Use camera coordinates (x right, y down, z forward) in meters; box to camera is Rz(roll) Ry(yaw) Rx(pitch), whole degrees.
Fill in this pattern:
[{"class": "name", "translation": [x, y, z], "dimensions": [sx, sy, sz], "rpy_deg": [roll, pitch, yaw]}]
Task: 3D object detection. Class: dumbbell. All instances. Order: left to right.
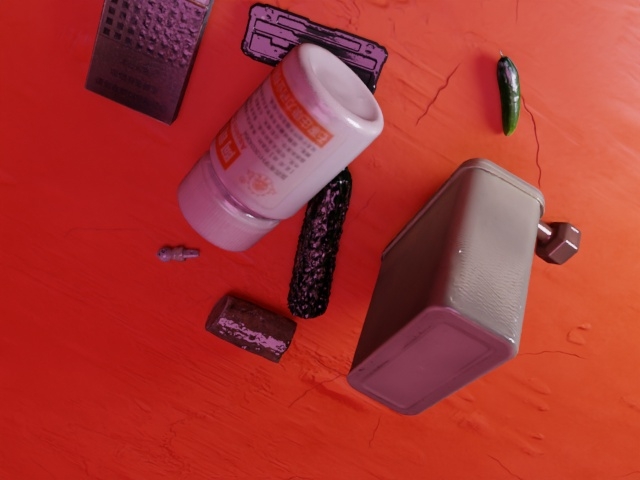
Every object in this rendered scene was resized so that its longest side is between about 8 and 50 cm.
[{"class": "dumbbell", "translation": [0.402, -0.041, 1.196], "dimensions": [0.231, 0.092, 0.082], "rpy_deg": [33, 146, -12]}]

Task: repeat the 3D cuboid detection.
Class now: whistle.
[{"class": "whistle", "translation": [-0.319, 0.030, 1.355], "dimensions": [0.100, 0.035, 0.035], "rpy_deg": [-1, 119, 6]}]

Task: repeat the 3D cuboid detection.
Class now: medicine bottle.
[{"class": "medicine bottle", "translation": [-0.082, -0.158, 1.113], "dimensions": [0.211, 0.211, 0.371], "rpy_deg": [41, 121, -15]}]

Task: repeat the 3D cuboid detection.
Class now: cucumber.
[{"class": "cucumber", "translation": [0.000, 0.000, 1.263], "dimensions": [0.096, 0.096, 0.359], "rpy_deg": [12, 121, 0]}, {"class": "cucumber", "translation": [0.343, -0.266, 1.102], "dimensions": [0.039, 0.039, 0.167], "rpy_deg": [-8, 121, 11]}]

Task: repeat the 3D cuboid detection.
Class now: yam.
[{"class": "yam", "translation": [-0.162, 0.197, 1.391], "dimensions": [0.194, 0.107, 0.107], "rpy_deg": [24, 119, -6]}]

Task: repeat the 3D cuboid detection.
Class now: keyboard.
[{"class": "keyboard", "translation": [-0.012, -0.347, 1.112], "dimensions": [0.263, 0.016, 0.106], "rpy_deg": [18, 120, -4]}]

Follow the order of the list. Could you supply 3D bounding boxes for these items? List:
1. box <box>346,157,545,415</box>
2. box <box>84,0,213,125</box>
[{"class": "box", "translation": [0.216, 0.089, 1.090], "dimensions": [0.178, 0.343, 0.352], "rpy_deg": [31, 139, -6]}, {"class": "box", "translation": [-0.306, -0.390, 1.108], "dimensions": [0.181, 0.047, 0.324], "rpy_deg": [23, 120, -7]}]
